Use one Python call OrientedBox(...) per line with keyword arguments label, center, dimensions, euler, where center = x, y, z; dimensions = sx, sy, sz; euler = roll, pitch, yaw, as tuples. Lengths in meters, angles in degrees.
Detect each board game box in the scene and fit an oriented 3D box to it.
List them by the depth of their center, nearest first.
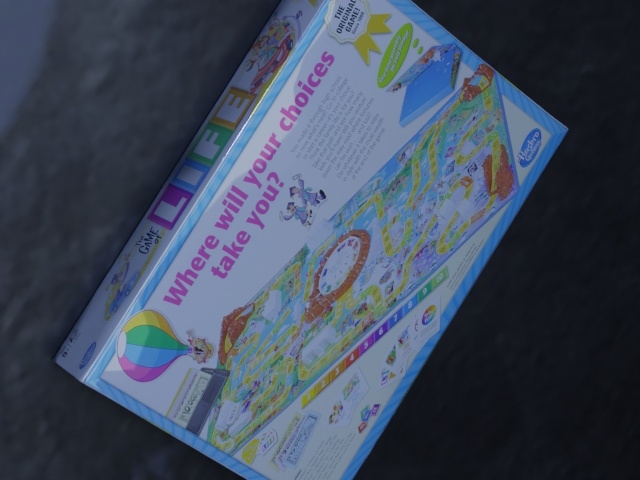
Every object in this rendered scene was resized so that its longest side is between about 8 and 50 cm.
OrientedBox(label="board game box", center=(0.000, 0.000, 0.581), dimensions=(0.103, 0.026, 0.154), euler=(36, 84, -30))
